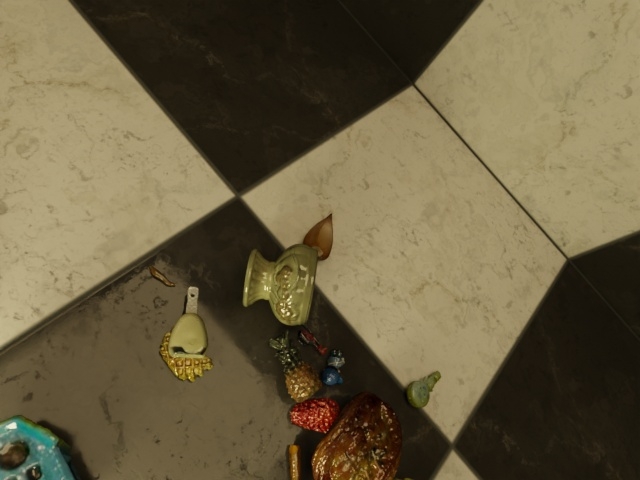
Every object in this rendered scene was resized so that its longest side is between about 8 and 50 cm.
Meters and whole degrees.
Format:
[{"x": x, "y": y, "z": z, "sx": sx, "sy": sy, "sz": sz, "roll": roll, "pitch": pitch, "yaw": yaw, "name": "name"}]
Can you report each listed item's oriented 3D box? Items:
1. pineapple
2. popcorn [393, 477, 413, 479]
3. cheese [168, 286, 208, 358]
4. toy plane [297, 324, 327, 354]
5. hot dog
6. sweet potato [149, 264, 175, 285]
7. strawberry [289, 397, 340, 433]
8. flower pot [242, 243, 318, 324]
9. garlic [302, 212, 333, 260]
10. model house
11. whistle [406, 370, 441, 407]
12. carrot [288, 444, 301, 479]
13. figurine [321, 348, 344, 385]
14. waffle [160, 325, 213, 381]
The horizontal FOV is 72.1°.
[{"x": -0.097, "y": 0.449, "z": 1.581, "sx": 0.128, "sy": 0.128, "sz": 0.248, "roll": -22, "pitch": 73, "yaw": -30, "name": "pineapple"}, {"x": 0.272, "y": 0.930, "z": 1.461, "sx": 0.249, "sy": 0.225, "sz": 0.250, "roll": 0, "pitch": 101, "yaw": 1, "name": "popcorn"}, {"x": -0.438, "y": 0.272, "z": 1.488, "sx": 0.127, "sy": 0.054, "sz": 0.252, "roll": 9, "pitch": 56, "yaw": -20, "name": "cheese"}, {"x": -0.036, "y": 0.383, "z": 1.682, "sx": 0.145, "sy": 0.037, "sz": 0.060, "roll": 44, "pitch": 47, "yaw": 4, "name": "toy plane"}, {"x": 0.142, "y": 0.707, "z": 1.519, "sx": 0.267, "sy": 0.174, "sz": 0.387, "roll": 50, "pitch": 51, "yaw": 0, "name": "hot dog"}, {"x": -0.566, "y": 0.129, "z": 1.559, "sx": 0.115, "sy": 0.026, "sz": 0.026, "roll": 41, "pitch": 58, "yaw": -6, "name": "sweet potato"}, {"x": -0.011, "y": 0.624, "z": 1.562, "sx": 0.188, "sy": 0.082, "sz": 0.121, "roll": 6, "pitch": 68, "yaw": -25, "name": "strawberry"}, {"x": -0.148, "y": 0.154, "z": 1.594, "sx": 0.243, "sy": 0.307, "sz": 0.308, "roll": 8, "pitch": 64, "yaw": -3, "name": "flower pot"}, {"x": -0.009, "y": -0.003, "z": 1.824, "sx": 0.115, "sy": 0.128, "sz": 0.207, "roll": 1, "pitch": 54, "yaw": 24, "name": "garlic"}, {"x": -0.752, "y": 0.596, "z": 1.132, "sx": 0.215, "sy": 0.237, "sz": 0.303, "roll": -29, "pitch": 72, "yaw": -32, "name": "model house"}, {"x": 0.421, "y": 0.598, "z": 1.791, "sx": 0.198, "sy": 0.057, "sz": 0.104, "roll": -29, "pitch": 93, "yaw": -38, "name": "whistle"}, {"x": -0.085, "y": 0.783, "z": 1.483, "sx": 0.042, "sy": 0.042, "sz": 0.171, "roll": 5, "pitch": 69, "yaw": -23, "name": "carrot"}, {"x": 0.050, "y": 0.477, "z": 1.658, "sx": 0.077, "sy": 0.079, "sz": 0.136, "roll": 2, "pitch": 65, "yaw": 22, "name": "figurine"}, {"x": -0.451, "y": 0.374, "z": 1.488, "sx": 0.149, "sy": 0.051, "sz": 0.194, "roll": -37, "pitch": 86, "yaw": -31, "name": "waffle"}]
